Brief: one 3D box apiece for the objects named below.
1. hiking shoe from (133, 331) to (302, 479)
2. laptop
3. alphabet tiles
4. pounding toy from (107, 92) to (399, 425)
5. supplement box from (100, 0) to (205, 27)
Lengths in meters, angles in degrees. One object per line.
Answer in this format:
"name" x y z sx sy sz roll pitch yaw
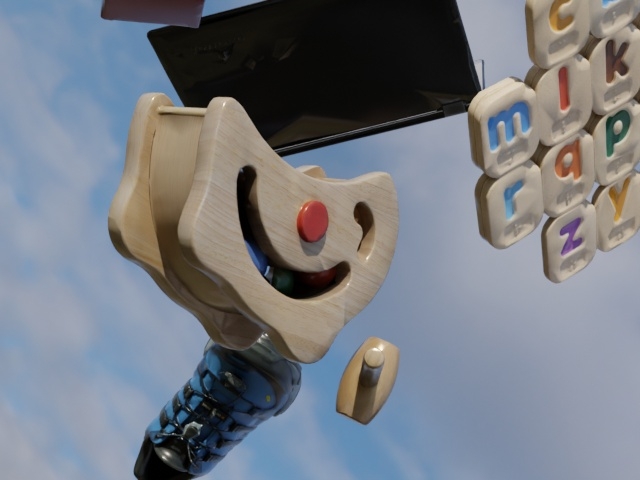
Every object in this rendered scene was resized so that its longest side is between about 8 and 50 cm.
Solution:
"hiking shoe" -0.113 0.193 1.531 0.113 0.132 0.304 36 -36 0
"laptop" 0.015 -0.258 1.942 0.408 0.382 0.236 -72 148 -70
"alphabet tiles" 0.233 -0.109 1.141 0.021 0.284 0.278 36 -33 44
"pounding toy" 0.000 0.000 0.945 0.155 0.154 0.269 7 -28 39
"supplement box" -0.166 -0.323 1.462 0.081 0.104 0.188 129 -36 -72
